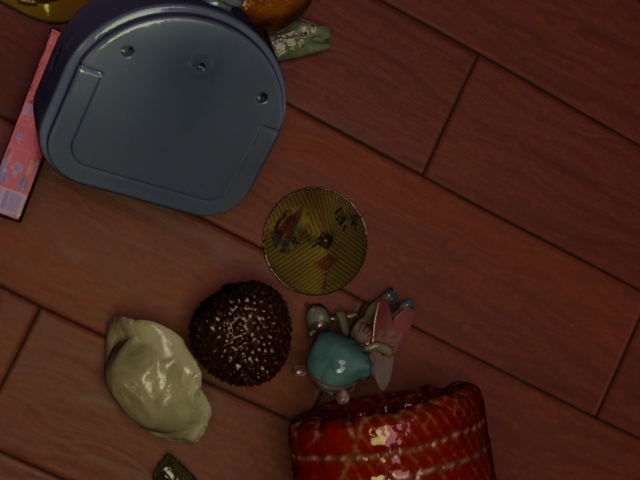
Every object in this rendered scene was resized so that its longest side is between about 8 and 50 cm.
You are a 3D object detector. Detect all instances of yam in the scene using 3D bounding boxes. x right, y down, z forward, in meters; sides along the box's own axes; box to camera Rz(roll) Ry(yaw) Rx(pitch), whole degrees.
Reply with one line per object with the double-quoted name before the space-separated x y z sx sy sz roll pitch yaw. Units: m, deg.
"yam" -0.186 0.465 1.909 0.253 0.061 0.061 45 80 -7

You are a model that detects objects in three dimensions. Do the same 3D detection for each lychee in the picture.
"lychee" -0.128 0.156 1.866 0.188 0.188 0.188 0 88 -13

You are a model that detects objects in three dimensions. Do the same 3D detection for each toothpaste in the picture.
"toothpaste" -0.468 -0.189 1.855 0.066 0.076 0.320 21 84 -12

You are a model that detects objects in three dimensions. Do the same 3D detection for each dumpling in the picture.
"dumpling" -0.268 0.226 1.851 0.250 0.162 0.132 55 40 1

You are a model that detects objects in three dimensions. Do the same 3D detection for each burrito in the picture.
"burrito" -0.040 -0.358 1.976 0.118 0.044 0.074 -12 87 -9

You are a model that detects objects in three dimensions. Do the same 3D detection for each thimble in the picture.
"thimble" 0.113 0.370 1.846 0.350 0.350 0.230 -9 88 -13

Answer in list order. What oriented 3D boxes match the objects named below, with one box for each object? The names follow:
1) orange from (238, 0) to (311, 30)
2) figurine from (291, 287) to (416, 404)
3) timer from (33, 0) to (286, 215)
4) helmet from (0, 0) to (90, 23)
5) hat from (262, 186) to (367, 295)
"orange" -0.130 -0.463 1.889 0.249 0.183 0.248 0 89 -28
"figurine" 0.053 0.154 1.922 0.205 0.103 0.260 36 50 16
"timer" -0.237 -0.245 1.783 0.395 0.173 0.395 -9 125 -13
"helmet" -0.472 -0.487 1.835 0.257 0.140 0.205 41 80 -6
"hat" 0.000 0.000 1.955 0.193 0.082 0.193 1 87 -13
